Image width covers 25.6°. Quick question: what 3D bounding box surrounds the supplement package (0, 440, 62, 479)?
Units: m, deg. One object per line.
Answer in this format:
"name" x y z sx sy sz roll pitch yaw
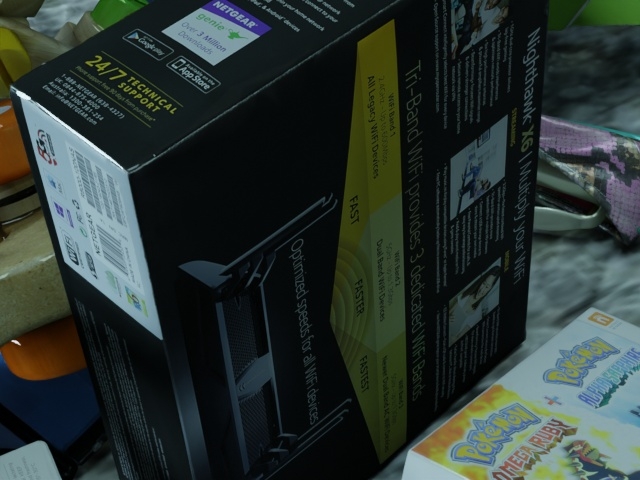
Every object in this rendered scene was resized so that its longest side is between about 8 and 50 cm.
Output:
"supplement package" -0.188 0.192 0.657 0.179 0.105 0.105 -21 47 -15

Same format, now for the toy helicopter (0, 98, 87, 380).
"toy helicopter" -0.217 0.057 0.653 0.235 0.140 0.355 -19 18 1

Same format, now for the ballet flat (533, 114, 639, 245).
"ballet flat" 0.112 -0.054 0.900 0.222 0.077 0.079 22 71 24

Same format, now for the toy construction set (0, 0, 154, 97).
"toy construction set" -0.187 -0.082 0.859 0.309 0.257 0.237 -34 55 0

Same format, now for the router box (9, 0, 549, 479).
"router box" 0.000 0.000 0.683 0.243 0.308 0.081 -36 53 -27

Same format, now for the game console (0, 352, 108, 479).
"game console" -0.178 0.079 0.789 0.122 0.107 0.071 30 97 31

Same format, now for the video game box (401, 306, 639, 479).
"video game box" 0.168 0.117 0.688 0.187 0.048 0.205 22 29 28

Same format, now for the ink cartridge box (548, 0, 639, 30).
"ink cartridge box" 0.132 -0.230 0.884 0.255 0.097 0.188 -8 56 -36
